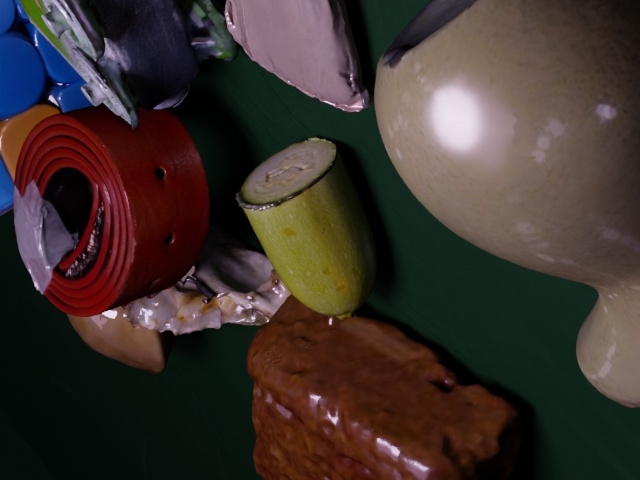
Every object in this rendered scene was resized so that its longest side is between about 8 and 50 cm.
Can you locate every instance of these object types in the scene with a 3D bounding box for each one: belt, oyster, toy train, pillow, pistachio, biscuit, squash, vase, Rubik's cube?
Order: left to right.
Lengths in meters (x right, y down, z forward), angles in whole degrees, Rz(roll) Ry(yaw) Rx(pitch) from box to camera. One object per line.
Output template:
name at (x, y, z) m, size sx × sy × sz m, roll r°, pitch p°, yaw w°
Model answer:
Rubik's cube at (-0.455, -0.216, 1.657) m, size 0.291 × 0.290 × 0.291 m, roll 16°, pitch 134°, yaw 50°
toy train at (-0.222, -0.271, 1.324) m, size 0.249 × 0.173 × 0.307 m, roll 47°, pitch 169°, yaw 22°
belt at (-0.251, -0.036, 1.512) m, size 0.324 × 0.115 × 0.227 m, roll -37°, pitch 76°, yaw 53°
pistachio at (-0.284, 0.095, 1.873) m, size 0.260 × 0.163 × 0.212 m, roll 156°, pitch 97°, yaw -73°
oyster at (-0.155, 0.034, 1.628) m, size 0.337 × 0.133 × 0.197 m, roll 19°, pitch 138°, yaw 41°
pillow at (-0.034, -0.254, 1.195) m, size 0.173 × 0.067 × 0.270 m, roll 28°, pitch 143°, yaw 34°
squash at (0.000, 0.000, 1.369) m, size 0.123 × 0.123 × 0.186 m, roll 9°, pitch 131°, yaw 54°
biscuit at (0.070, 0.277, 1.500) m, size 0.343 × 0.166 × 0.395 m, roll 27°, pitch 141°, yaw 37°
vase at (0.225, -0.080, 0.854) m, size 0.329 × 0.241 × 0.302 m, roll -33°, pitch 104°, yaw 37°
